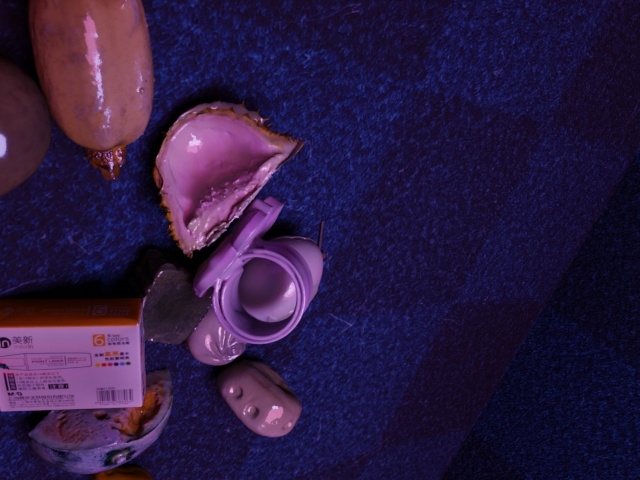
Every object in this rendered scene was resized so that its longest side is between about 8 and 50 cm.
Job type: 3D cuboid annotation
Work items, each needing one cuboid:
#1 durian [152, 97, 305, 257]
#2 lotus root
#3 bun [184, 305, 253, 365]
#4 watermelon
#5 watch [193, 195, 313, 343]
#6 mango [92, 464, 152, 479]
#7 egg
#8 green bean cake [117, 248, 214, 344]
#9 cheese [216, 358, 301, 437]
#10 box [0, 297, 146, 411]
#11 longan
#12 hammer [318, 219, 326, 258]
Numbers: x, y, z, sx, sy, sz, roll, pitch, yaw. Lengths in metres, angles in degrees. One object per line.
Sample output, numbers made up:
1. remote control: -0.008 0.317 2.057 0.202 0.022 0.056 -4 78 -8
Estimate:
1. durian: -0.205 -0.152 1.139 0.305 0.185 0.196 -43 113 3
2. lotus root: -0.343 -0.254 0.932 0.169 0.151 0.343 -30 138 -39
3. bun: -0.225 0.218 1.416 0.172 0.120 0.173 -25 135 -27
4. watermelon: -0.453 0.438 1.339 0.321 0.175 0.188 -16 129 -31
5. watch: -0.108 0.069 1.212 0.248 0.217 0.211 -48 -179 11
6. mango: -0.483 0.600 1.492 0.159 0.105 0.084 25 84 -44
7. egg: -0.090 0.078 1.379 0.217 0.183 0.183 -49 139 -1
8. green bean cake: -0.321 0.121 1.276 0.185 0.094 0.184 22 104 -48
9. cheese: -0.154 0.391 1.553 0.235 0.218 0.117 41 92 -17
10. box: -0.471 0.215 1.147 0.273 0.091 0.221 2 122 -13
11. longan: -0.482 -0.159 0.853 0.196 0.196 0.220 0 113 -41
12. hammer: 0.000 0.000 1.524 0.035 0.019 0.110 -14 126 -34
